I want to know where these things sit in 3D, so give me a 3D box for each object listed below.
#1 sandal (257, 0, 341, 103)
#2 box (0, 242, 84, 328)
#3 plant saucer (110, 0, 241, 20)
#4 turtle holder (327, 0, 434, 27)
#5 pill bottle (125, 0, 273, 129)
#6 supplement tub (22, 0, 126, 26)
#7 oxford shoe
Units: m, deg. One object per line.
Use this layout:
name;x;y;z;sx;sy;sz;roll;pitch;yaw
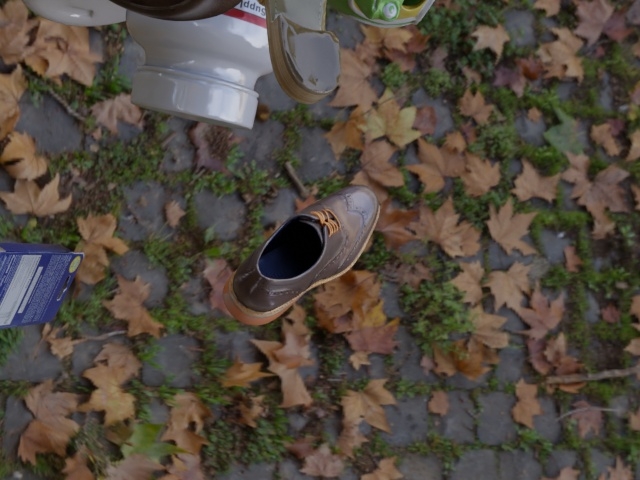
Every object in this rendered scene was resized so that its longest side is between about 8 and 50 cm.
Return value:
sandal;-0.034;-0.224;0.694;0.088;0.079;0.240;11;67;-34
box;-0.464;0.071;1.192;0.036;0.225;0.136;28;95;14
plant saucer;-0.207;-0.352;0.808;0.310;0.310;0.050;35;57;-12
turtle holder;0.112;-0.495;1.342;0.227;0.320;0.243;33;96;-8
pill bottle;-0.138;-0.369;1.055;0.229;0.229;0.407;10;95;-19
supplement tub;-0.392;-0.549;1.250;0.241;0.241;0.331;-9;79;-22
oxford shoe;0.000;0.000;1.253;0.130;0.133;0.364;43;51;5
